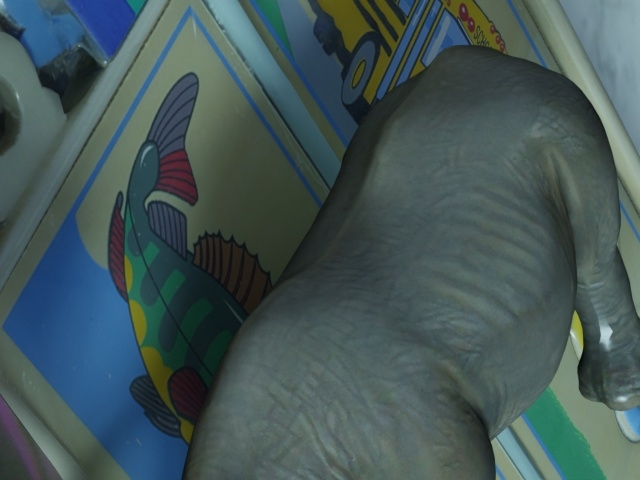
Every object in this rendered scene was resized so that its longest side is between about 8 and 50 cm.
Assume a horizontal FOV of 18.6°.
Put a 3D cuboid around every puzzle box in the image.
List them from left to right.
[{"bbox_3d":[0.000,0.000,0.553,0.409,0.052,0.272,55,44,-37],"label":"puzzle box"}]

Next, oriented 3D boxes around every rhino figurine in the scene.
[{"bbox_3d":[0.012,0.048,0.457,0.243,0.073,0.106,-56,134,-40],"label":"rhino figurine"}]

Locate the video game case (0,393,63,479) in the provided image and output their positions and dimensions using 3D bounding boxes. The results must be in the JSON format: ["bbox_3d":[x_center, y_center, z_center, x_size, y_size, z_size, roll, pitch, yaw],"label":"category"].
[{"bbox_3d":[-0.137,0.035,0.254,0.232,0.042,0.210,55,34,-6],"label":"video game case"}]
